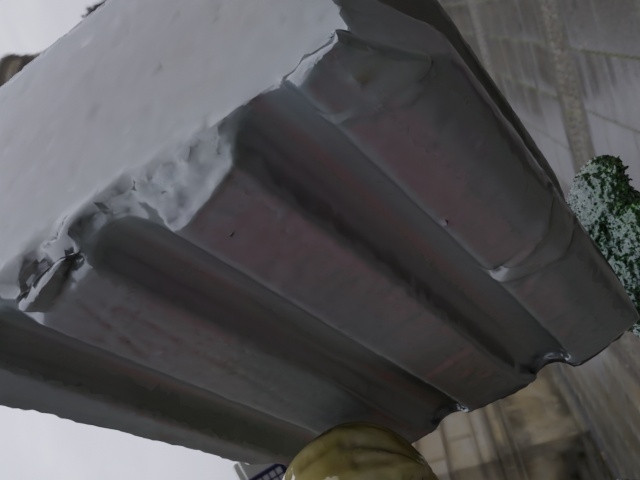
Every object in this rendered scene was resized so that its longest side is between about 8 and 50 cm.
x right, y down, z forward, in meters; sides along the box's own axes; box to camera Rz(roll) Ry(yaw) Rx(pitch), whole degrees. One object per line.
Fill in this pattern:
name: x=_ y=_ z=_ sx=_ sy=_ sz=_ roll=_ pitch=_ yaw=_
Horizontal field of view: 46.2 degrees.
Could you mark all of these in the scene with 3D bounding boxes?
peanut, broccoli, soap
peanut: x=0.044 y=0.276 z=0.594 sx=0.147 sy=0.147 sz=0.305 roll=-88 pitch=-5 yaw=-67
broccoli: x=0.490 y=0.006 z=1.087 sx=0.297 sy=0.297 sz=0.297 roll=47 pitch=-146 yaw=-47
soap: x=0.000 y=0.000 z=0.577 sx=0.435 sy=0.350 sz=0.213 roll=34 pitch=-151 yaw=-44

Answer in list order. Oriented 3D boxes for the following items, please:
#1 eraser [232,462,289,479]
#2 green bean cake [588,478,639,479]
eraser: x=-0.030 y=0.439 z=1.525 sx=0.124 sy=0.279 sz=0.081 roll=58 pitch=162 yaw=14
green bean cake: x=0.370 y=0.470 z=1.049 sx=0.132 sy=0.241 sz=0.255 roll=-46 pitch=-62 yaw=-59
